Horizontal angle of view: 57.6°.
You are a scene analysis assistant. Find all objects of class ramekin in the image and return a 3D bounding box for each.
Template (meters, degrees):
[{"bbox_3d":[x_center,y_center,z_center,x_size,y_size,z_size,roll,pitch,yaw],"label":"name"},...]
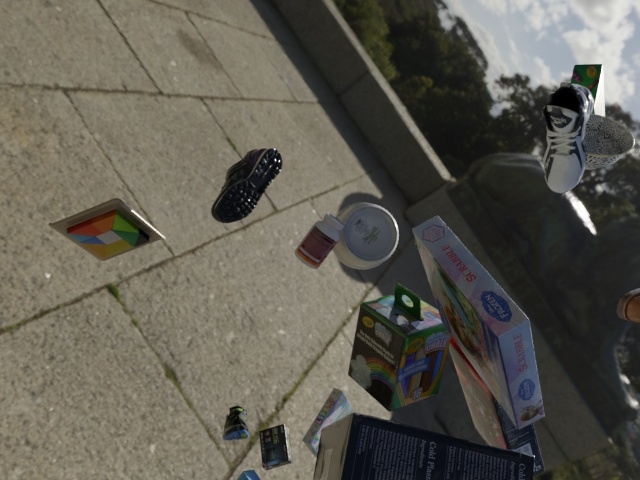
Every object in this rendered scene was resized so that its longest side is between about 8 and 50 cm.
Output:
[{"bbox_3d":[0.137,-0.015,1.755,0.207,0.207,0.109,54,-10,-4],"label":"ramekin"}]

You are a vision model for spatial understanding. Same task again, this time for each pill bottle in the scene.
[{"bbox_3d":[0.000,0.000,1.662,0.086,0.152,0.086,35,10,-7],"label":"pill bottle"}]

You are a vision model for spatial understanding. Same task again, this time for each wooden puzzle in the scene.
[{"bbox_3d":[-0.589,-0.018,1.622,0.221,0.238,0.044,54,24,-56],"label":"wooden puzzle"}]

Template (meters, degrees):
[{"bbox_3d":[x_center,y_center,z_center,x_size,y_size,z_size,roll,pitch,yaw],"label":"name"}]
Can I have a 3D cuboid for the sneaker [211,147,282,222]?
[{"bbox_3d":[-0.235,-0.159,1.700,0.283,0.124,0.107,-51,133,-28],"label":"sneaker"}]

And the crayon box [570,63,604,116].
[{"bbox_3d":[0.812,-0.379,1.778,0.278,0.081,0.165,51,53,-51],"label":"crayon box"}]

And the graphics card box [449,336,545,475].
[{"bbox_3d":[0.457,0.425,1.527,0.371,0.094,0.233,66,-6,-29],"label":"graphics card box"}]

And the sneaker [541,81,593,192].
[{"bbox_3d":[0.513,-0.227,1.240,0.094,0.235,0.153,20,6,39],"label":"sneaker"}]

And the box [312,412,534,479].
[{"bbox_3d":[0.158,0.448,1.050,0.312,0.343,0.179,13,67,-3],"label":"box"}]

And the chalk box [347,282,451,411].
[{"bbox_3d":[0.209,0.250,1.490,0.179,0.289,0.180,-7,27,-36],"label":"chalk box"}]

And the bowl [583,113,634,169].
[{"bbox_3d":[0.632,-0.220,1.369,0.080,0.170,0.170,93,-11,-45],"label":"bowl"}]

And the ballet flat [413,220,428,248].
[{"bbox_3d":[0.280,-0.019,1.476,0.070,0.070,0.188,55,18,-1],"label":"ballet flat"}]

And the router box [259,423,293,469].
[{"bbox_3d":[-0.142,0.658,1.856,0.038,0.092,0.122,57,16,-51],"label":"router box"}]

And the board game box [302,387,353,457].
[{"bbox_3d":[0.020,0.464,1.470,0.154,0.026,0.103,-54,141,-27],"label":"board game box"}]

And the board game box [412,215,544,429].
[{"bbox_3d":[0.309,0.159,1.150,0.319,0.066,0.318,65,-2,-40],"label":"board game box"}]

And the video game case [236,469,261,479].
[{"bbox_3d":[-0.210,0.861,1.698,0.269,0.244,0.061,43,9,32],"label":"video game case"}]

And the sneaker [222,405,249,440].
[{"bbox_3d":[-0.224,0.475,1.522,0.188,0.067,0.078,152,-62,-78],"label":"sneaker"}]

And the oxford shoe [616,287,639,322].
[{"bbox_3d":[0.678,0.109,1.122,0.076,0.212,0.076,25,-44,63],"label":"oxford shoe"}]
